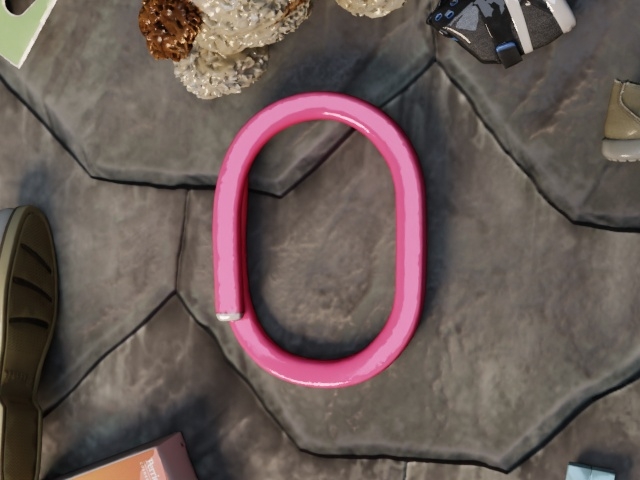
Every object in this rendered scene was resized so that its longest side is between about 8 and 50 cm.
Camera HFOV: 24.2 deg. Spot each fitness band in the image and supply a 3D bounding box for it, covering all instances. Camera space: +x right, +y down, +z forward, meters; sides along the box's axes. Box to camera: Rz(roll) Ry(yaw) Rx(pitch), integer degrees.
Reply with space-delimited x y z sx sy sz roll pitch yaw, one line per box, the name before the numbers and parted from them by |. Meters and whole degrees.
fitness band | 0.000 0.000 1.461 0.209 0.054 0.291 0 94 10

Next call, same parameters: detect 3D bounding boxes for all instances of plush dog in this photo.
plush dog | -0.057 -0.251 1.353 0.262 0.225 0.210 -26 106 10

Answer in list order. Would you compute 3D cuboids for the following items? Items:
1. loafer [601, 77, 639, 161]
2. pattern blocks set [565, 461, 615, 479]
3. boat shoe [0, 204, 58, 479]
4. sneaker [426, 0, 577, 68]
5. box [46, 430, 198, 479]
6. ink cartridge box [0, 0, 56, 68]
loafer | 0.379 -0.128 1.364 0.251 0.094 0.087 -8 95 11
pattern blocks set | 0.289 0.387 1.437 0.285 0.026 0.325 20 96 9
boat shoe | -0.332 0.110 1.474 0.103 0.113 0.302 -3 70 20
sneaker | 0.135 -0.262 1.411 0.121 0.079 0.217 -33 88 9
box | -0.203 0.283 1.492 0.170 0.091 0.130 -22 88 11
ink cartridge box | -0.342 -0.302 1.436 0.235 0.056 0.171 34 119 -3
